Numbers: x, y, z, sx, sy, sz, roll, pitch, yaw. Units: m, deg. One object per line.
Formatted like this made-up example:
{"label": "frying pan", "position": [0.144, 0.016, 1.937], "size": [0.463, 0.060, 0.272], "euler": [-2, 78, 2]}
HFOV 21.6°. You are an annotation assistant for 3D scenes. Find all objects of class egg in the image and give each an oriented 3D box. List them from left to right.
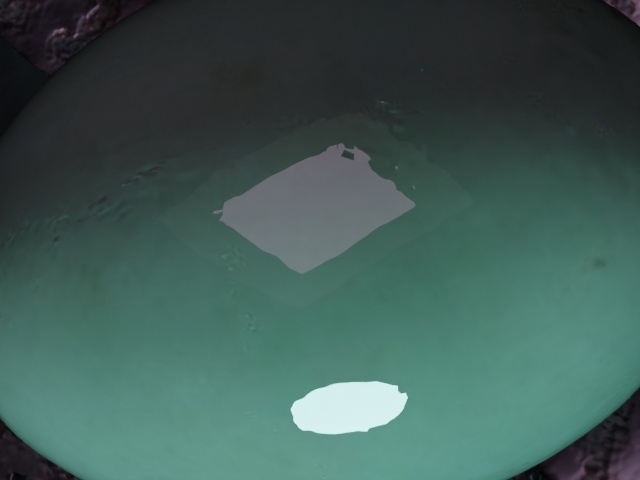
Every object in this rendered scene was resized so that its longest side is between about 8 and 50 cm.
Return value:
{"label": "egg", "position": [0.000, 0.000, 0.820], "size": [0.389, 0.276, 0.276], "euler": [-15, 77, 19]}

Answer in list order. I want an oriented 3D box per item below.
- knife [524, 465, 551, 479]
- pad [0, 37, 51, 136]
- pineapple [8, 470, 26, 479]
{"label": "knife", "position": [0.198, 0.232, 0.851], "size": [0.044, 0.026, 0.296], "euler": [-44, 70, -4]}
{"label": "pad", "position": [-0.226, -0.027, 1.048], "size": [0.116, 0.004, 0.193], "euler": [38, 96, 20]}
{"label": "pineapple", "position": [-0.217, 0.240, 0.953], "size": [0.083, 0.103, 0.221], "euler": [29, 93, 21]}
